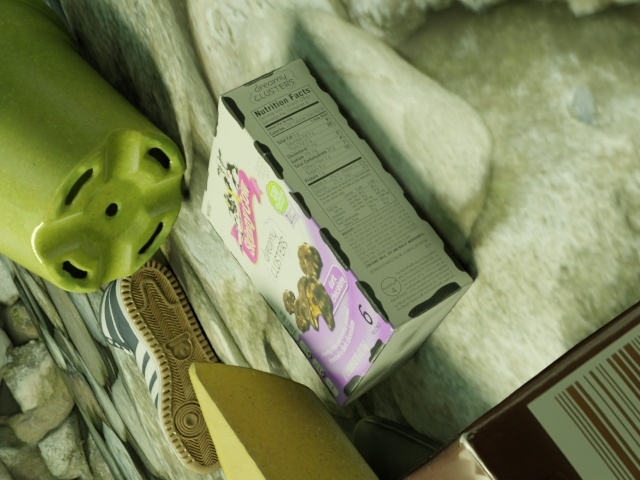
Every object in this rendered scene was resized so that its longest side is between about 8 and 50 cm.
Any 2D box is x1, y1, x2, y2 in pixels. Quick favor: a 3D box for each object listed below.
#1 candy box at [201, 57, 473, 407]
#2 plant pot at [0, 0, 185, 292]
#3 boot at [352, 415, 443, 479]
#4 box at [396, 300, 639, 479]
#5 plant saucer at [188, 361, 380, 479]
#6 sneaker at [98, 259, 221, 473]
[{"bbox_3d":[0.000,0.000,0.672,0.196,0.070,0.165,53,156,16],"label":"candy box"},{"bbox_3d":[-0.286,-0.085,0.968,0.254,0.276,0.276,33,146,28],"label":"plant pot"},{"bbox_3d":[0.105,0.225,0.712,0.208,0.076,0.189,-20,86,61],"label":"boot"},{"bbox_3d":[0.138,0.135,0.418,0.167,0.168,0.203,54,156,14],"label":"box"},{"bbox_3d":[0.029,0.272,0.768,0.333,0.081,0.332,50,160,29],"label":"plant saucer"},{"bbox_3d":[-0.204,0.165,1.241,0.153,0.099,0.282,-16,96,61],"label":"sneaker"}]
